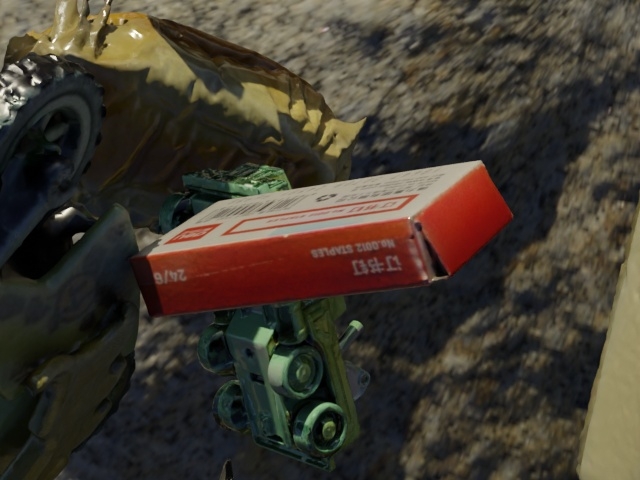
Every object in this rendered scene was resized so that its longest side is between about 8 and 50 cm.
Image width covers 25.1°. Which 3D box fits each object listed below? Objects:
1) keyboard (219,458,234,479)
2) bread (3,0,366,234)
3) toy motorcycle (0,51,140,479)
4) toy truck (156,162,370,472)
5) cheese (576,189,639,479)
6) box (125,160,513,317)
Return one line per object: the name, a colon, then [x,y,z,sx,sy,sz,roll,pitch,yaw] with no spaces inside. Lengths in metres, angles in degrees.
keyboard: [-0.081,0.277,1.284,0.015,0.196,0.074,9,112,-13]
bread: [-0.159,-0.111,1.531,0.389,0.183,0.236,24,115,-19]
toy motorcycle: [-0.225,0.062,0.988,0.169,0.237,0.410,36,149,24]
toy truck: [-0.031,0.051,1.204,0.128,0.135,0.259,11,127,47]
cheese: [0.229,-0.013,0.899,0.034,0.085,0.400,6,103,-22]
box: [0.000,0.000,0.946,0.229,0.123,0.050,-8,107,30]
